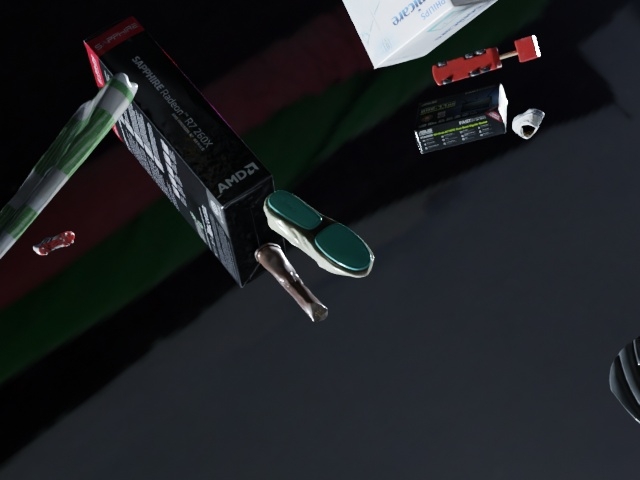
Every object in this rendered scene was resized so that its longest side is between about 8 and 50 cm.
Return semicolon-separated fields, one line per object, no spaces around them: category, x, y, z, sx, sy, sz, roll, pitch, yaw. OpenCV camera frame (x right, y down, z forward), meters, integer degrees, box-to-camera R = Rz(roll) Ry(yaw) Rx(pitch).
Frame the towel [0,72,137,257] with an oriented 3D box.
towel;-0.322;-0.042;1.517;0.325;0.038;0.248;-51;12;-11

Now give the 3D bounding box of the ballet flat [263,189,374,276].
ballet flat;0.000;0.000;1.627;0.057;0.168;0.052;-33;-34;-28

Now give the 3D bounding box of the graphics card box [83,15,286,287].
graphics card box;-0.196;-0.130;2.047;0.094;0.371;0.233;-32;-29;-15

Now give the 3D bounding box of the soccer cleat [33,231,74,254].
soccer cleat;-0.493;0.003;2.583;0.083;0.035;0.029;-31;-56;-38

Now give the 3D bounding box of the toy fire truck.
toy fire truck;0.338;-0.367;2.852;0.192;0.047;0.135;-14;4;31

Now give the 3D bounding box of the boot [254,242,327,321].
boot;-0.039;0.062;1.993;0.037;0.114;0.106;-41;-34;5

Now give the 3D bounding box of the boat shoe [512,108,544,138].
boat shoe;0.331;-0.182;2.247;0.100;0.035;0.035;145;145;-74

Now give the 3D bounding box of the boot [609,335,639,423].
boot;0.562;0.085;1.670;0.367;0.146;0.445;-25;-10;25

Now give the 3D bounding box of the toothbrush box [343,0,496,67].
toothbrush box;0.126;-0.457;2.222;0.126;0.296;0.216;-21;-7;-39

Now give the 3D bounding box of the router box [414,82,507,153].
router box;0.192;-0.168;1.906;0.122;0.038;0.092;-13;26;15
